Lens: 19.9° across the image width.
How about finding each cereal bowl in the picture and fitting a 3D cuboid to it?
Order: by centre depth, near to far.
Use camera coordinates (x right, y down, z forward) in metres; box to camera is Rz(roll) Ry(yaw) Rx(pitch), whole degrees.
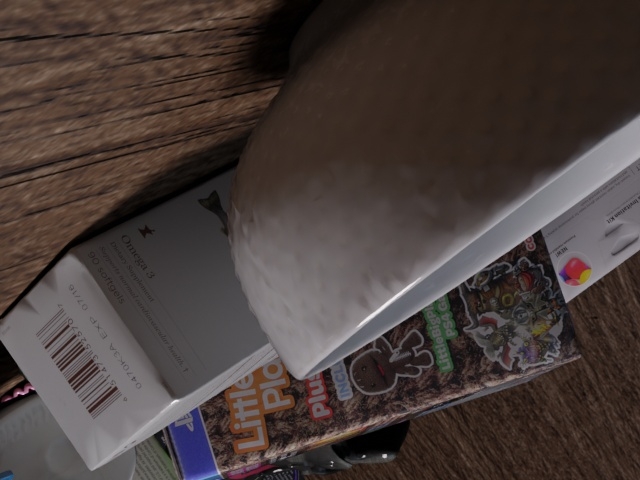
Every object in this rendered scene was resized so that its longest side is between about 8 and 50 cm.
[{"bbox_3d":[0.087,-0.082,0.894,0.339,0.141,0.339,-36,175,-4],"label":"cereal bowl"}]

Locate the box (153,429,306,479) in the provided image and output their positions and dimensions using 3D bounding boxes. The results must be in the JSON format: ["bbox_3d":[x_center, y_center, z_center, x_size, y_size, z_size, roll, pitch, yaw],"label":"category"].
[{"bbox_3d":[-0.152,0.279,2.178,0.143,0.165,0.270,-34,-178,-23],"label":"box"}]

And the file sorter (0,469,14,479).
[{"bbox_3d":[-0.211,0.157,0.945,0.104,0.170,0.118,-39,174,9],"label":"file sorter"}]

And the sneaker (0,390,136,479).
[{"bbox_3d":[-0.272,0.203,1.175,0.323,0.130,0.236,-29,177,-21],"label":"sneaker"}]

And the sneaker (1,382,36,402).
[{"bbox_3d":[-0.228,0.147,1.339,0.119,0.057,0.047,-37,173,-2],"label":"sneaker"}]

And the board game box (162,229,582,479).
[{"bbox_3d":[0.018,0.072,1.348,0.291,0.141,0.232,-17,173,-5],"label":"board game box"}]

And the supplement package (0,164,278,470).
[{"bbox_3d":[-0.078,0.037,1.070,0.179,0.105,0.105,-31,172,-46],"label":"supplement package"}]

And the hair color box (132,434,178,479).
[{"bbox_3d":[-0.290,0.308,1.633,0.374,0.185,0.113,-33,174,-30],"label":"hair color box"}]

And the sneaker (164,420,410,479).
[{"bbox_3d":[-0.028,0.173,1.734,0.483,0.202,0.185,127,-17,-65],"label":"sneaker"}]

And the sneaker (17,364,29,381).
[{"bbox_3d":[-0.144,0.047,1.138,0.098,0.038,0.069,-44,180,-43],"label":"sneaker"}]

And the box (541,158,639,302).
[{"bbox_3d":[0.204,-0.063,1.521,0.145,0.186,0.038,-37,174,3],"label":"box"}]
